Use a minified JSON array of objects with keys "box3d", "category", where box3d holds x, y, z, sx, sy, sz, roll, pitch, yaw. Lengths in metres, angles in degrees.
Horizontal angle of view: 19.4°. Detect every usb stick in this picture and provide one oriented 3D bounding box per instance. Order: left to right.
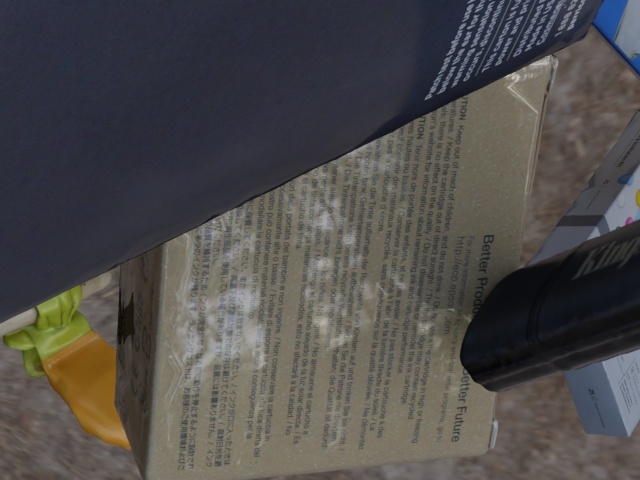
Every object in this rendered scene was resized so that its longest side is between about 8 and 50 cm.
[{"box3d":[0.148,0.015,0.815,0.045,0.278,0.077,49,63,-6],"category":"usb stick"}]

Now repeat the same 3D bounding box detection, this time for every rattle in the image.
[{"box3d":[-0.228,0.092,1.343,0.199,0.130,0.143,-22,111,24],"category":"rattle"}]

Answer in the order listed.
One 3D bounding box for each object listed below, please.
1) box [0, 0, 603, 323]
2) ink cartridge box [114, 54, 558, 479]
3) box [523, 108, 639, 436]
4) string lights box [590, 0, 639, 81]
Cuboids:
[{"box3d":[-0.099,-0.184,0.627,0.312,0.179,0.343,-26,64,-33],"category":"box"},{"box3d":[0.000,0.000,0.947,0.193,0.088,0.235,-4,119,-19],"category":"ink cartridge box"},{"box3d":[0.214,0.020,1.284,0.186,0.038,0.145,-50,128,-40],"category":"box"},{"box3d":[0.257,-0.120,1.109,0.133,0.077,0.260,-42,76,8],"category":"string lights box"}]
